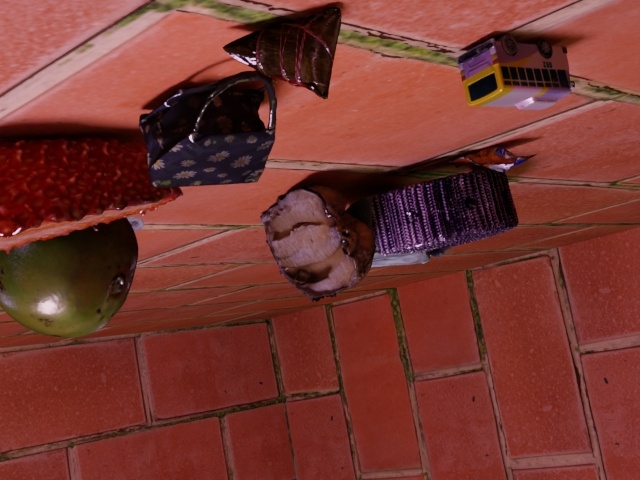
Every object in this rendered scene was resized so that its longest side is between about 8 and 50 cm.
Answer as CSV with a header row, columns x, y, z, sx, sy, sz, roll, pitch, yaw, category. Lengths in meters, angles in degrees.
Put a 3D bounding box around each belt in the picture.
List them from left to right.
x,y,z,sx,sy,sz,roll,pitch,yaw,category
0.162,-0.029,1.413,0.260,0.122,0.325,-14,178,3,belt

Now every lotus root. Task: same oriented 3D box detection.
x,y,z,sx,sy,sz,roll,pitch,yaw,category
0.000,0.000,1.360,0.078,0.167,0.329,-23,-176,-19,lotus root

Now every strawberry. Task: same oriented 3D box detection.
x,y,z,sx,sy,sz,roll,pitch,yaw,category
-0.283,-0.042,0.884,0.286,0.106,0.188,-20,-178,-25,strawberry

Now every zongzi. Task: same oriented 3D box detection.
x,y,z,sx,sy,sz,roll,pitch,yaw,category
-0.024,-0.143,0.711,0.083,0.067,0.073,7,-173,12,zongzi

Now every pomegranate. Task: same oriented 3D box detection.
x,y,z,sx,sy,sz,roll,pitch,yaw,category
-0.313,0.016,1.059,0.209,0.180,0.180,19,177,11,pomegranate

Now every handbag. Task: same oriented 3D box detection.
x,y,z,sx,sy,sz,roll,pitch,yaw,category
-0.083,-0.109,0.808,0.115,0.072,0.139,-3,157,-31,handbag

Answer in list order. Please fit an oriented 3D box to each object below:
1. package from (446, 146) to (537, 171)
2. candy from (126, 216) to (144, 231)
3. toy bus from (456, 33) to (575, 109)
x,y,z,sx,sy,sz,roll,pitch,yaw,category
0.233,-0.112,1.273,0.110,0.033,0.077,5,-154,43,package
-0.318,-0.006,1.281,0.175,0.043,0.045,-16,169,16,candy
0.178,-0.148,0.843,0.102,0.058,0.052,-4,170,-36,toy bus
